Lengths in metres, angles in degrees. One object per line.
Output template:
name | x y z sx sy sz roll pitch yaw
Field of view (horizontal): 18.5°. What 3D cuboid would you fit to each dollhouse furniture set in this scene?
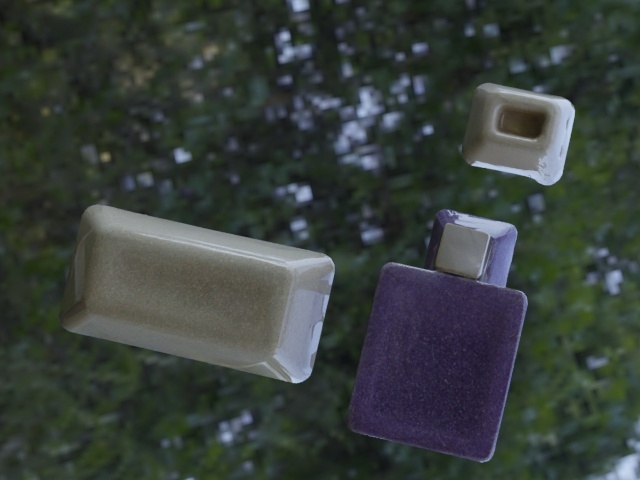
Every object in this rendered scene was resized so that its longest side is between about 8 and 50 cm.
dollhouse furniture set | 0.000 0.000 0.505 0.081 0.114 0.091 40 62 -81
